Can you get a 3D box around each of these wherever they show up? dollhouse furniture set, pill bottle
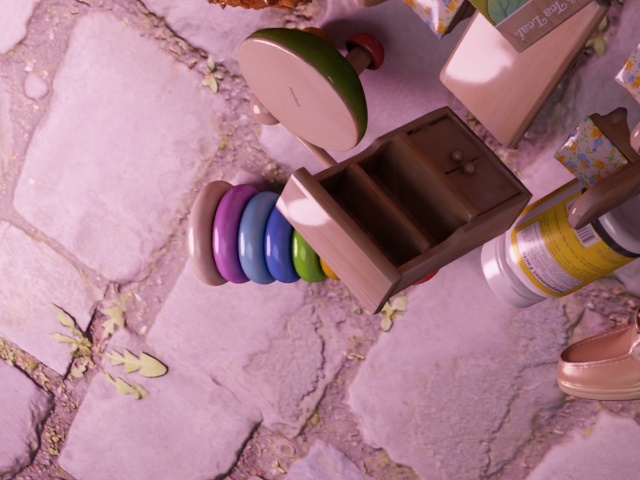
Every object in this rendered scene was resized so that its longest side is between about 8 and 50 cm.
[{"bbox_3d":[0.155,-0.141,1.756,0.362,0.256,0.394,48,139,16],"label":"dollhouse furniture set"},{"bbox_3d":[0.296,-0.003,1.955,0.119,0.119,0.208,47,135,-11],"label":"pill bottle"}]

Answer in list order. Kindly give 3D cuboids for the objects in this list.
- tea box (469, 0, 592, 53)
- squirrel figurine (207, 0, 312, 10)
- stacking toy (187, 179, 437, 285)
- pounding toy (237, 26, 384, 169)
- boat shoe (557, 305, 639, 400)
[{"bbox_3d":[0.202,-0.414,1.529,0.323,0.329,0.220,46,134,-11],"label":"tea box"},{"bbox_3d":[-0.157,-0.386,1.815,0.397,0.281,0.370,45,141,-6],"label":"squirrel figurine"},{"bbox_3d":[0.000,0.000,2.134,0.330,0.141,0.141,4,127,22],"label":"stacking toy"},{"bbox_3d":[0.004,-0.196,1.990,0.183,0.110,0.237,36,159,12],"label":"pounding toy"},{"bbox_3d":[0.431,0.102,1.970,0.341,0.121,0.110,-17,111,28],"label":"boat shoe"}]
